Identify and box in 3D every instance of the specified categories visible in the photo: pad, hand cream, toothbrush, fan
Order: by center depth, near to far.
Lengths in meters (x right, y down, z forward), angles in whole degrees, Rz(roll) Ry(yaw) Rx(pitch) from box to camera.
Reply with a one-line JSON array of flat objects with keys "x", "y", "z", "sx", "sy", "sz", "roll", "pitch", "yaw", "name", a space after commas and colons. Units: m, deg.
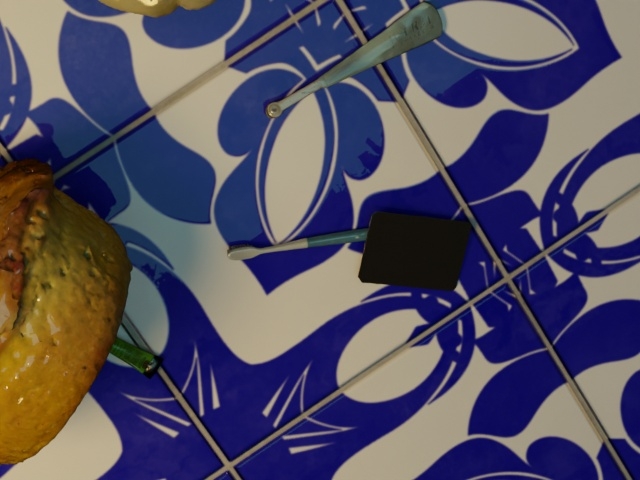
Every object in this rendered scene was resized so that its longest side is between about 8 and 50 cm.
[{"x": 0.044, "y": -0.251, "z": 1.949, "sx": 0.282, "sy": 0.023, "sz": 0.057, "roll": -29, "pitch": 109, "yaw": -5, "name": "fan"}, {"x": -0.283, "y": 0.155, "z": 1.975, "sx": 0.122, "sy": 0.023, "sz": 0.036, "roll": 32, "pitch": 94, "yaw": -17, "name": "hand cream"}, {"x": 0.000, "y": 0.000, "z": 2.000, "sx": 0.275, "sy": 0.025, "sz": 0.019, "roll": -8, "pitch": 110, "yaw": -12, "name": "toothbrush"}, {"x": 0.137, "y": 0.017, "z": 2.027, "sx": 0.157, "sy": 0.003, "sz": 0.112, "roll": 6, "pitch": 109, "yaw": -18, "name": "pad"}]

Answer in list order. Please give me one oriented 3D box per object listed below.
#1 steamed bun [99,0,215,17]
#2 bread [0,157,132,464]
[{"x": -0.216, "y": -0.474, "z": 1.731, "sx": 0.324, "sy": 0.230, "sz": 0.372, "roll": -32, "pitch": 108, "yaw": -11, "name": "steamed bun"}, {"x": -0.408, "y": 0.091, "z": 1.770, "sx": 0.215, "sy": 0.398, "sz": 0.398, "roll": 32, "pitch": 95, "yaw": -28, "name": "bread"}]
